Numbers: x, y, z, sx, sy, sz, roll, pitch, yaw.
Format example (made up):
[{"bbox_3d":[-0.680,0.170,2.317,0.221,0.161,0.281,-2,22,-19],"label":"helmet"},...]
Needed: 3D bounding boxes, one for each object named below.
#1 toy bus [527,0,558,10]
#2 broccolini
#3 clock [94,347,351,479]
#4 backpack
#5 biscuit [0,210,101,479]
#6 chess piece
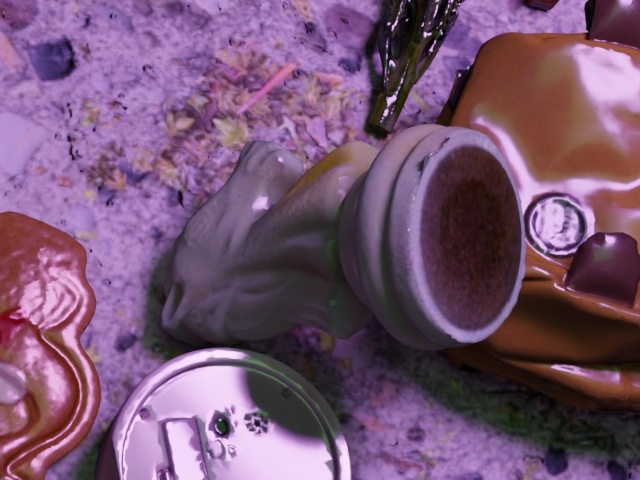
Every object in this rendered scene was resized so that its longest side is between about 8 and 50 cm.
[{"bbox_3d":[0.220,-0.277,1.679,0.031,0.043,0.110,12,68,-9],"label":"toy bus"},{"bbox_3d":[0.092,-0.192,1.593,0.091,0.068,0.203,24,63,-28],"label":"broccolini"},{"bbox_3d":[-0.077,0.188,1.385,0.197,0.068,0.197,6,67,-15],"label":"clock"},{"bbox_3d":[0.267,-0.025,1.507,0.378,0.201,0.353,9,71,-11],"label":"backpack"},{"bbox_3d":[-0.281,0.127,1.358,0.202,0.047,0.334,25,63,-6],"label":"biscuit"},{"bbox_3d":[0.000,0.000,1.381,0.176,0.298,0.176,5,84,-52],"label":"chess piece"}]
